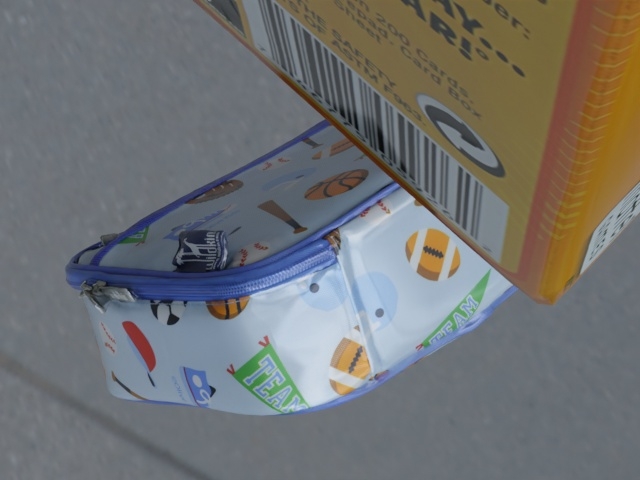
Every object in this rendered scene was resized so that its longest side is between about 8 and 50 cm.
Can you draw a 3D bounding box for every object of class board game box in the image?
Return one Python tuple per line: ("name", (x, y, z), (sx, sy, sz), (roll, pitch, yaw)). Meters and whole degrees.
("board game box", (0.043, -0.261, 0.413), (0.356, 0.356, 0.356), (-46, 169, -7))

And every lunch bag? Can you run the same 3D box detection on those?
("lunch bag", (0.000, 0.000, 1.190), (0.303, 0.243, 0.115), (-29, 109, -33))
